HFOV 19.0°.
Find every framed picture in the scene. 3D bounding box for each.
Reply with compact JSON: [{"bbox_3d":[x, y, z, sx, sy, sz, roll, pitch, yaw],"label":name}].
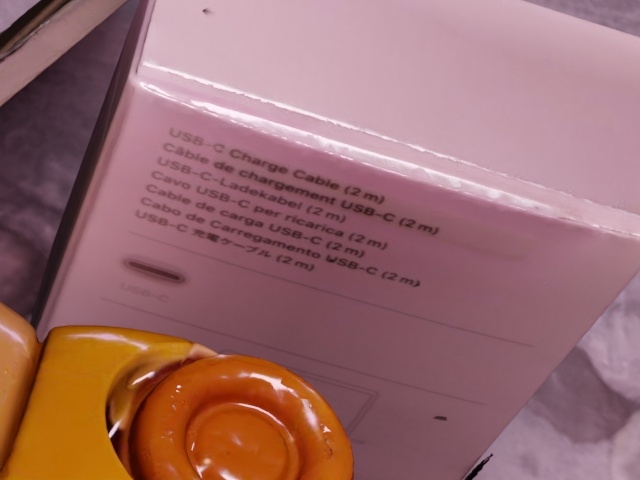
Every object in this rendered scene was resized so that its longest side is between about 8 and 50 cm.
[{"bbox_3d":[-0.138,-0.078,0.819,0.281,0.209,0.019,-45,105,-33],"label":"framed picture"}]

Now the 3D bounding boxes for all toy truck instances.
[{"bbox_3d":[-0.116,0.140,0.687,0.211,0.204,0.288,20,49,-6],"label":"toy truck"}]

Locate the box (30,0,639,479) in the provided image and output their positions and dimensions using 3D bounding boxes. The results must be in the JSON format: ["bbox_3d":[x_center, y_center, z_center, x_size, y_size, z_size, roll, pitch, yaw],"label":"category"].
[{"bbox_3d":[0.000,0.000,0.785,0.203,0.252,0.106,17,55,-9],"label":"box"}]
